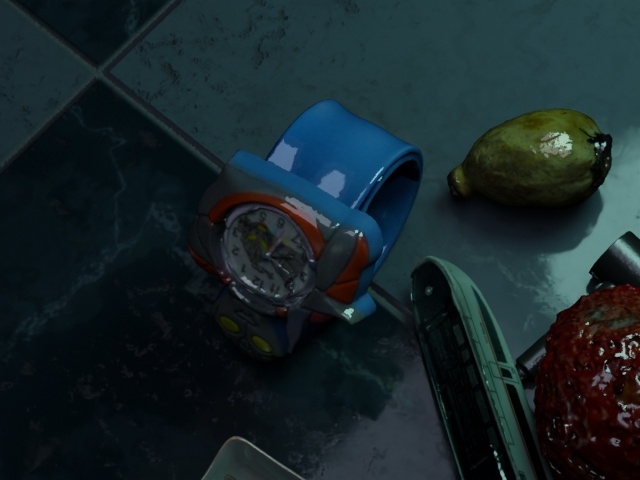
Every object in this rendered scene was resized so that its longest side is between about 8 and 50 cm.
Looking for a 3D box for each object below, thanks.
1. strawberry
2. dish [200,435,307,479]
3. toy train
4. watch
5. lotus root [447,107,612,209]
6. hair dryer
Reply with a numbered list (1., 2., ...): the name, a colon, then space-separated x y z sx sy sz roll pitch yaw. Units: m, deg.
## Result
1. strawberry: 0.340 0.157 1.520 0.274 0.274 0.220 -38 60 -10
2. dish: -0.054 0.344 1.584 0.212 0.077 0.151 30 74 18
3. toy train: 0.196 0.190 1.599 0.088 0.086 0.407 15 45 -34
4. watch: 0.000 0.000 1.667 0.241 0.305 0.274 31 43 15
5. lotus root: 0.260 -0.097 1.716 0.214 0.138 0.138 -9 65 15
6. hair dryer: 0.324 0.106 1.656 0.248 0.070 0.114 -42 68 -8
